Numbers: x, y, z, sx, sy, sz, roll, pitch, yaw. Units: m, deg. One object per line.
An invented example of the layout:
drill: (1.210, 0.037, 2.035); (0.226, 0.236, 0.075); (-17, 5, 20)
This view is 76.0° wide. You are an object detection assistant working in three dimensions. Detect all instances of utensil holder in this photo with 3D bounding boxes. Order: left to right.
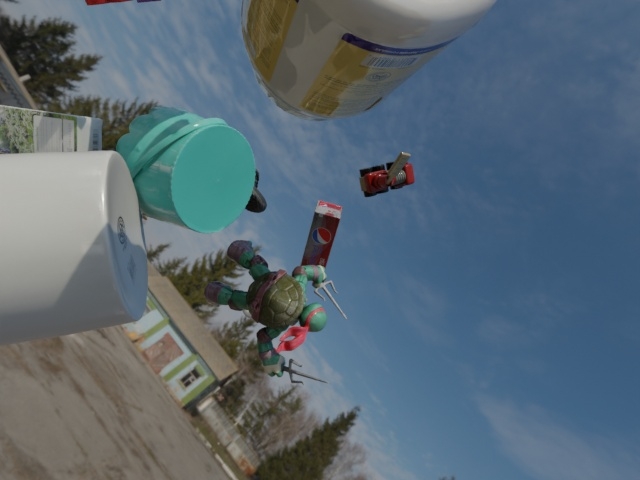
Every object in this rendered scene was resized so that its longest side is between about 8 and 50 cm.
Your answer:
utensil holder: (-0.521, 0.014, 0.682); (0.327, 0.384, 0.328); (172, -90, -77)

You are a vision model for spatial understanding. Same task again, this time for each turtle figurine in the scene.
turtle figurine: (-0.057, 0.089, 0.593); (0.234, 0.175, 0.118); (25, -26, 30)

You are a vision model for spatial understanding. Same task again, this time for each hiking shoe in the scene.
hiking shoe: (-0.212, -0.175, 1.197); (0.227, 0.114, 0.086); (47, -41, 20)

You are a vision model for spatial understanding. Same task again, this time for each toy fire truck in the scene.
toy fire truck: (0.298, -0.271, 1.636); (0.246, 0.216, 0.159); (11, -65, 61)

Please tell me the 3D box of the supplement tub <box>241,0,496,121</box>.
supplement tub: (0.032, -0.286, 0.481); (0.241, 0.241, 0.331); (57, -12, -9)

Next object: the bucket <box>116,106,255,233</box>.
bucket: (-0.294, -0.156, 0.929); (0.182, 0.281, 0.281); (19, -39, 29)

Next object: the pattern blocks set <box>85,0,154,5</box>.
pattern blocks set: (-0.225, -0.474, 0.753); (0.285, 0.325, 0.026); (13, -51, 24)

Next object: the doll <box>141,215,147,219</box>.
doll: (-0.610, -0.055, 1.193); (0.129, 0.188, 0.046); (15, -60, 58)

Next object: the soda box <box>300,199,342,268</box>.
soda box: (0.000, 0.000, 1.420); (0.092, 0.084, 0.264); (16, -56, -1)

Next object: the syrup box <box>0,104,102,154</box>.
syrup box: (-0.591, -0.222, 0.846); (0.096, 0.236, 0.093); (-81, 178, -77)

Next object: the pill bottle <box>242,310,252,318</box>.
pill bottle: (-0.116, 0.150, 0.928); (0.065, 0.065, 0.116); (31, 5, 39)
